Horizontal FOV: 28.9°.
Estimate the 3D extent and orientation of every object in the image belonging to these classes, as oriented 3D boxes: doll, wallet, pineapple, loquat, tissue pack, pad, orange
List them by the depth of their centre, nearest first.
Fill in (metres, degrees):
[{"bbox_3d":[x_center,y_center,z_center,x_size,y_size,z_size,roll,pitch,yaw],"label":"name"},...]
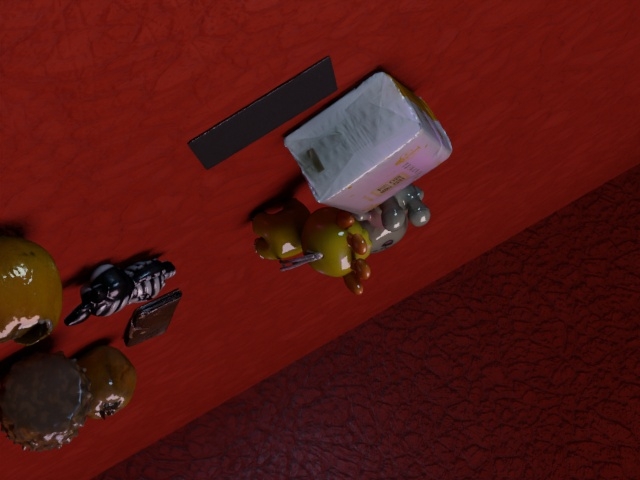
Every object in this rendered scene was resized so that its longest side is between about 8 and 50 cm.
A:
[{"bbox_3d":[-0.380,0.068,1.486,0.156,0.134,0.156,-35,158,-16],"label":"orange"},{"bbox_3d":[-0.072,-0.163,1.627,0.211,0.003,0.143,-32,168,-2],"label":"pad"},{"bbox_3d":[0.076,-0.136,1.816,0.185,0.124,0.225,-33,168,12],"label":"tissue pack"},{"bbox_3d":[-0.297,0.070,1.858,0.091,0.067,0.219,-43,170,30],"label":"doll"},{"bbox_3d":[0.000,0.000,1.979,0.135,0.221,0.143,-24,122,-35],"label":"doll"},{"bbox_3d":[-0.467,0.290,2.111,0.169,0.169,0.340,-28,171,-19],"label":"pineapple"},{"bbox_3d":[-0.391,0.256,2.221,0.137,0.137,0.113,-33,134,4],"label":"loquat"},{"bbox_3d":[-0.303,0.146,2.244,0.095,0.026,0.176,-23,165,-26],"label":"wallet"},{"bbox_3d":[0.114,-0.046,2.346,0.154,0.113,0.275,-17,171,-21],"label":"doll"}]
